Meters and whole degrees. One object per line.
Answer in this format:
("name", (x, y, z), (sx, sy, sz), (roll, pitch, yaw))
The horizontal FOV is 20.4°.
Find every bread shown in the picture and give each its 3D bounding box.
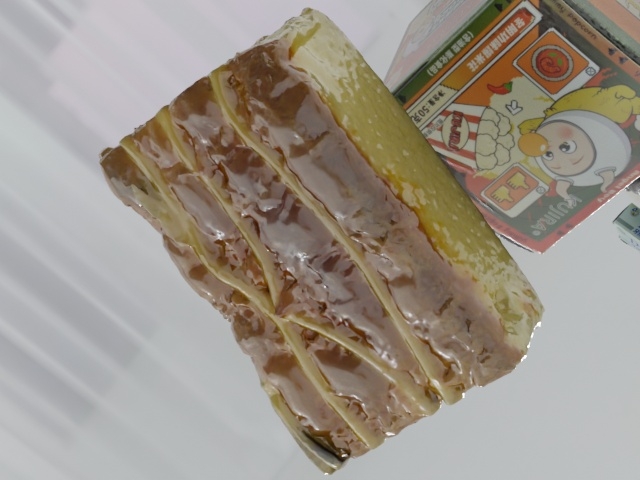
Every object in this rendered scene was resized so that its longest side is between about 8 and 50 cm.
("bread", (0.000, 0.000, 1.209), (0.184, 0.275, 0.114), (-33, -175, 28))

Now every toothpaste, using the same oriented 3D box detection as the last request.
("toothpaste", (0.390, 0.021, 1.921), (0.034, 0.046, 0.164), (-47, -122, -7))

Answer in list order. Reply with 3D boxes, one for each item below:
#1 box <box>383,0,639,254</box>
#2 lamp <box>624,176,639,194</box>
("box", (0.170, -0.125, 1.309), (0.195, 0.177, 0.148), (-42, -163, 41))
("lamp", (0.274, -0.126, 1.797), (0.253, 0.118, 0.118), (28, -104, 44))
